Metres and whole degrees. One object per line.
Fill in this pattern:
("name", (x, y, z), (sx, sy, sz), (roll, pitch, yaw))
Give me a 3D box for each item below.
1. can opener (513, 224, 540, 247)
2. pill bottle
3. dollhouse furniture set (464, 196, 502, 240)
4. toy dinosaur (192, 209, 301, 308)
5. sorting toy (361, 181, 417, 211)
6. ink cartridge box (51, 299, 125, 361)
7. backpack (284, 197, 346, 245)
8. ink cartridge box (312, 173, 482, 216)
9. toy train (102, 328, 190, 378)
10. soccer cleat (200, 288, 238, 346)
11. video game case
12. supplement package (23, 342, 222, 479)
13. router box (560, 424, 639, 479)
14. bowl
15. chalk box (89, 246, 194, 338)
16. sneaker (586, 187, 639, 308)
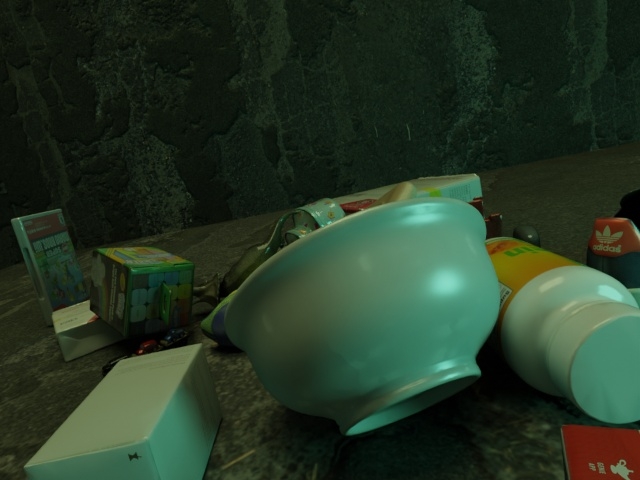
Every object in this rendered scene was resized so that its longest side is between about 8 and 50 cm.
("can opener", (0.357, 0.038, 0.690), (0.074, 0.093, 0.280), (-6, 12, 6))
("pill bottle", (0.250, 0.084, 0.467), (0.136, 0.136, 0.245), (-11, 12, 0))
("dollhouse furniture set", (0.130, 0.037, 0.770), (0.374, 0.152, 0.201), (-9, 12, 12))
("toy dinosaur", (-0.143, 0.063, 0.900), (0.314, 0.121, 0.160), (-35, 2, 18))
("sorting toy", (0.044, 0.021, 0.612), (0.193, 0.038, 0.208), (-58, 14, -25))
("ink cartridge box", (-0.506, 0.183, 0.908), (0.115, 0.067, 0.198), (-18, 15, -32))
("backpack", (0.000, 0.000, 0.986), (0.144, 0.188, 0.166), (-17, 13, -24))
("ink cartridge box", (0.209, -0.062, 1.148), (0.385, 0.160, 0.279), (-17, 13, -24))
("toy train", (-0.300, 0.193, 0.730), (0.027, 0.036, 0.158), (0, 16, 43))
("soccer cleat", (-0.111, 0.094, 0.804), (0.121, 0.093, 0.289), (-1, 25, 31))
("video game case", (-0.723, 0.064, 1.140), (0.025, 0.285, 0.204), (-12, 12, -3))
("supplement package", (-0.177, 0.197, 0.423), (0.105, 0.105, 0.179), (-11, 11, 0))
("router box", (0.241, 0.193, 0.088), (0.301, 0.082, 0.335), (-6, 13, 25))
("bowl", (0.064, 0.102, 0.424), (0.298, 0.134, 0.298), (-18, -31, -11))
("chalk box", (-0.329, 0.097, 0.800), (0.213, 0.132, 0.132), (15, 11, 39))
("sneaker", (0.542, -0.019, 0.644), (0.350, 0.148, 0.131), (-18, 13, -28))
